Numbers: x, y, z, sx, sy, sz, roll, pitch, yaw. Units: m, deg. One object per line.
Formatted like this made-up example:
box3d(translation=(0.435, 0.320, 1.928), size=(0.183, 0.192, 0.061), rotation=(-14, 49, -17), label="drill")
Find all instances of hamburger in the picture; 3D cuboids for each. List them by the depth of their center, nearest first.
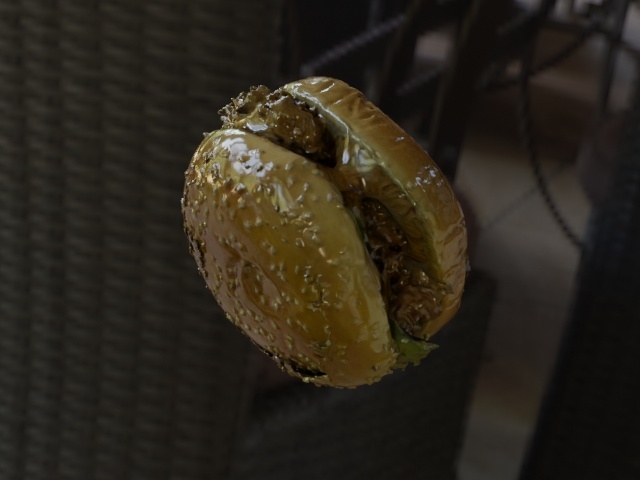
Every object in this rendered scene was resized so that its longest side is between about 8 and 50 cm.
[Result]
box3d(translation=(-0.005, -0.008, 1.168), size=(0.118, 0.191, 0.182), rotation=(-34, 31, -32), label="hamburger")
